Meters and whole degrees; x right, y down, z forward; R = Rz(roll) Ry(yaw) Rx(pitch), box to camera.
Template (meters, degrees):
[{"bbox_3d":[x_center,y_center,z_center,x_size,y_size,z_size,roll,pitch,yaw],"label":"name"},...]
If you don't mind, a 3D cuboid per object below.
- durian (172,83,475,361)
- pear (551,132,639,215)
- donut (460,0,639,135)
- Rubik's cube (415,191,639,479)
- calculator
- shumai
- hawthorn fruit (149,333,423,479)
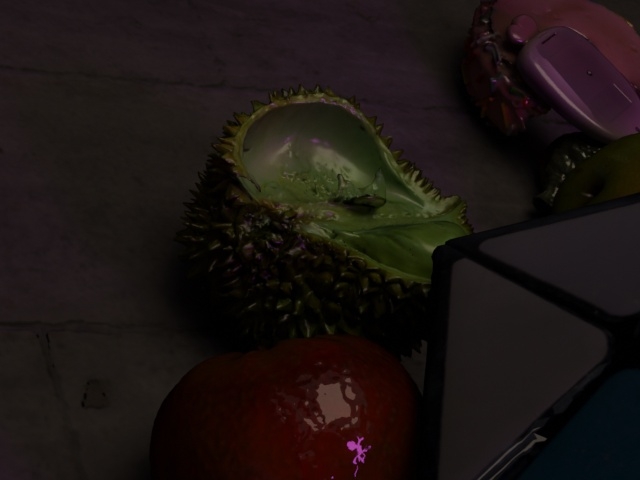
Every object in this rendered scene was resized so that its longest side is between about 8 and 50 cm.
[{"bbox_3d":[0.003,0.003,1.400,0.237,0.176,0.200,35,30,-6],"label":"durian"},{"bbox_3d":[0.309,0.003,1.615,0.216,0.180,0.166,31,-2,-35],"label":"pear"},{"bbox_3d":[0.239,-0.168,1.797,0.233,0.085,0.199,9,46,-26],"label":"donut"},{"bbox_3d":[0.251,0.163,1.213,0.310,0.305,0.307,-82,153,-47],"label":"Rubik's cube"},{"bbox_3d":[0.241,-0.153,1.703,0.166,0.024,0.103,45,46,7],"label":"calculator"},{"bbox_3d":[0.230,-0.055,1.690,0.083,0.082,0.080,27,36,28],"label":"shumai"},{"bbox_3d":[-0.007,0.175,1.222,0.197,0.196,0.225,-9,73,-39],"label":"hawthorn fruit"}]
